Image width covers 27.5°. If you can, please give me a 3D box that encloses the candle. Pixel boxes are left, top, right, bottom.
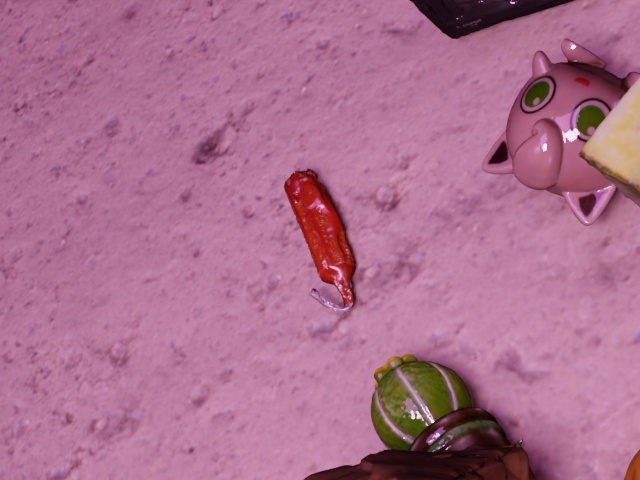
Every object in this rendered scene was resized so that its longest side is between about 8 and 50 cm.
[{"bbox_3d":[0.000,0.000,1.265,0.053,0.048,0.162,-55,45,40],"label":"candle"}]

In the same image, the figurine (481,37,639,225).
[{"bbox_3d":[0.216,-0.094,1.112,0.125,0.125,0.138,35,92,40],"label":"figurine"}]

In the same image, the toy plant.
[{"bbox_3d":[0.100,0.162,1.091,0.093,0.093,0.162,-44,49,10],"label":"toy plant"}]

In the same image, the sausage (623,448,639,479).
[{"bbox_3d":[0.359,0.151,0.911,0.354,0.116,0.134,-29,67,25],"label":"sausage"}]

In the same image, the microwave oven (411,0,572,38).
[{"bbox_3d":[0.184,-0.313,1.199,0.247,0.178,0.188,-16,61,28],"label":"microwave oven"}]

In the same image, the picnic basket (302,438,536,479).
[{"bbox_3d":[0.042,0.332,0.919,0.337,0.293,0.337,0,90,25],"label":"picnic basket"}]

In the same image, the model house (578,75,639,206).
[{"bbox_3d":[0.342,-0.079,0.969,0.170,0.194,0.211,38,95,43],"label":"model house"}]
